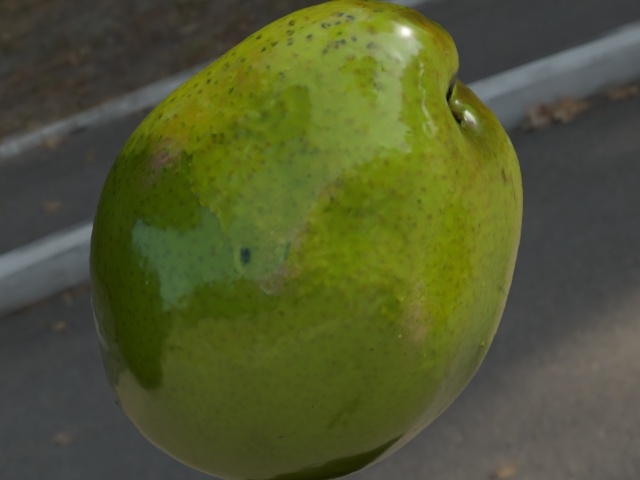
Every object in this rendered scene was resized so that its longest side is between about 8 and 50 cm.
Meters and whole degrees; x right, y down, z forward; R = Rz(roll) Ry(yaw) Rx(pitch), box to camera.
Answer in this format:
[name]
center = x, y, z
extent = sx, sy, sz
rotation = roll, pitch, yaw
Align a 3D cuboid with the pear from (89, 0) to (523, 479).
[pear]
center = 0.000, 0.000, 0.836
extent = 0.219, 0.187, 0.187
rotation = -60, 8, 18
